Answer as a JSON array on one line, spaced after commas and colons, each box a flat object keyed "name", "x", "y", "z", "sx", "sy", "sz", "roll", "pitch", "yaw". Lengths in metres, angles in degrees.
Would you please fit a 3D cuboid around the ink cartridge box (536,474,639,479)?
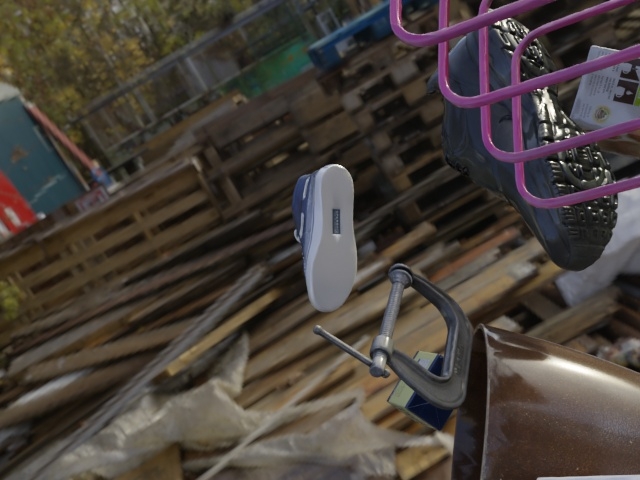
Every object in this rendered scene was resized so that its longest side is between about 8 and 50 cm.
[{"name": "ink cartridge box", "x": 0.235, "y": 0.197, "z": 0.540, "sx": 0.198, "sy": 0.115, "sz": 0.067, "roll": -18, "pitch": 37, "yaw": 48}]

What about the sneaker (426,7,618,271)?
[{"name": "sneaker", "x": 0.188, "y": -0.086, "z": 0.870, "sx": 0.109, "sy": 0.286, "sz": 0.130, "roll": 14, "pitch": -41, "yaw": -38}]

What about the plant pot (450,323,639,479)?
[{"name": "plant pot", "x": 0.243, "y": 0.195, "z": 0.786, "sx": 0.231, "sy": 0.215, "sz": 0.215, "roll": 7, "pitch": 19, "yaw": 4}]

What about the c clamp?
[{"name": "c clamp", "x": 0.073, "y": 0.070, "z": 0.733, "sx": 0.022, "sy": 0.137, "sz": 0.160, "roll": -47, "pitch": 6, "yaw": 32}]

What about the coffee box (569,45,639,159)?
[{"name": "coffee box", "x": 0.433, "y": -0.143, "z": 1.062, "sx": 0.247, "sy": 0.098, "sz": 0.141, "roll": 16, "pitch": 1, "yaw": 20}]

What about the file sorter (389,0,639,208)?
[{"name": "file sorter", "x": 0.161, "y": -0.179, "z": 0.600, "sx": 0.182, "sy": 0.291, "sz": 0.202, "roll": -16, "pitch": 53, "yaw": 29}]

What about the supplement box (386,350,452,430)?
[{"name": "supplement box", "x": 0.142, "y": 0.195, "z": 1.173, "sx": 0.083, "sy": 0.056, "sz": 0.083, "roll": -56, "pitch": 9, "yaw": -11}]

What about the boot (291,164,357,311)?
[{"name": "boot", "x": 0.000, "y": 0.000, "z": 1.166, "sx": 0.069, "sy": 0.190, "sz": 0.086, "roll": 11, "pitch": -11, "yaw": -28}]
